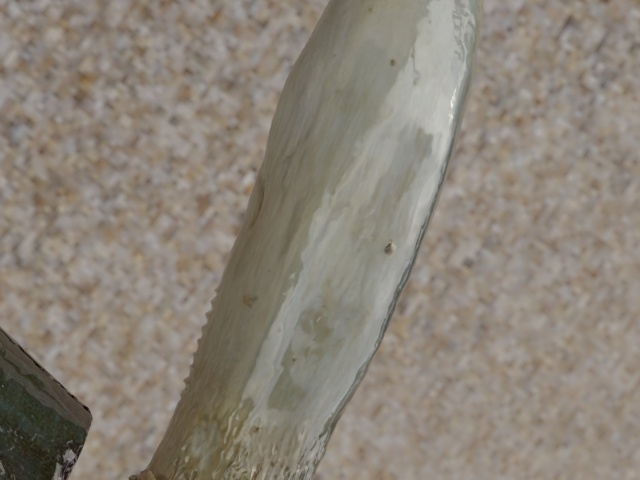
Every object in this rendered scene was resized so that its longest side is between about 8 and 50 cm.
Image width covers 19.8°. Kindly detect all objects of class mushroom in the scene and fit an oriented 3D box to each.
[{"bbox_3d":[0.000,0.000,0.917,0.123,0.095,0.351,121,-8,-81],"label":"mushroom"}]

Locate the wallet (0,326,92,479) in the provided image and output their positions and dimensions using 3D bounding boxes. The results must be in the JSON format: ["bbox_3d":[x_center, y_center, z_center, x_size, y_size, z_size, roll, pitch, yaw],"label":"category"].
[{"bbox_3d":[-0.146,0.003,0.397,0.031,0.232,0.122,-34,-160,27],"label":"wallet"}]
